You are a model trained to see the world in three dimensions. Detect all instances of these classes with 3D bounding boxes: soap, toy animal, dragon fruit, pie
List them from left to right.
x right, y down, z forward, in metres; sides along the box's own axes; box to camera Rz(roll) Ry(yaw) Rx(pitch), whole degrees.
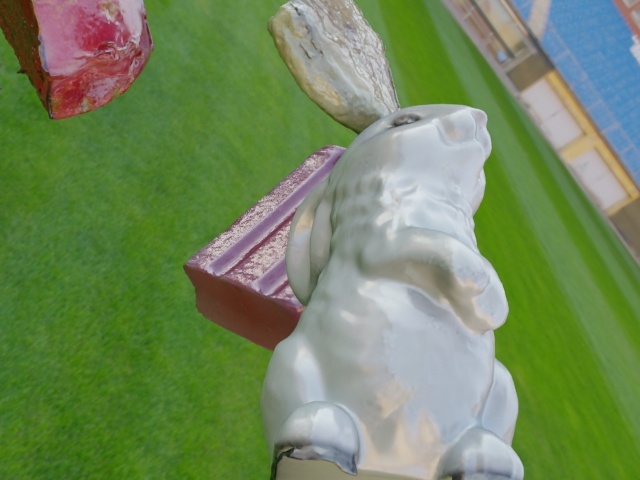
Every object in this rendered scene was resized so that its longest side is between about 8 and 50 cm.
[{"bbox_3d":[-0.255,-0.247,0.737,0.189,0.163,0.261,8,33,-50],"label":"dragon fruit"},{"bbox_3d":[0.000,0.000,1.143,0.359,0.233,0.128,-44,137,-33],"label":"soap"},{"bbox_3d":[0.030,-0.178,0.757,0.185,0.052,0.218,51,25,-9],"label":"pie"},{"bbox_3d":[0.057,0.054,0.617,0.194,0.258,0.357,18,52,-16],"label":"toy animal"}]

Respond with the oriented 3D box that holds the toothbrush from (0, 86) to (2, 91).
[{"bbox_3d":[-0.393,-0.114,0.696,0.016,0.220,0.019,40,42,-71],"label":"toothbrush"}]
